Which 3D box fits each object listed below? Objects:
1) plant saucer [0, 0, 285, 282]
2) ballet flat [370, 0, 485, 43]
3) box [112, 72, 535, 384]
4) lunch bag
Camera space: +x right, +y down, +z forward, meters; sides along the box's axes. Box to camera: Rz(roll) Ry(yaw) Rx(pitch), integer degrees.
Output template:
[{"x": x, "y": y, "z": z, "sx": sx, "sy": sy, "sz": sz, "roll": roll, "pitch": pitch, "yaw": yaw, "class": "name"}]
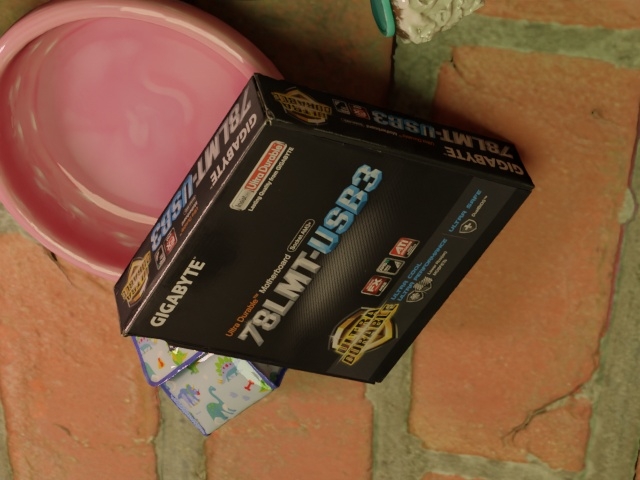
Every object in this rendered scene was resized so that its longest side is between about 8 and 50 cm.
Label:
[{"x": -0.165, "y": -0.103, "z": 1.590, "sx": 0.332, "sy": 0.084, "sz": 0.332, "roll": 7, "pitch": 128, "yaw": 10, "class": "plant saucer"}, {"x": 0.062, "y": -0.350, "z": 1.328, "sx": 0.147, "sy": 0.147, "sz": 0.409, "roll": -5, "pitch": 129, "yaw": 18, "class": "ballet flat"}, {"x": 0.000, "y": 0.000, "z": 1.544, "sx": 0.293, "sy": 0.073, "sz": 0.295, "roll": 13, "pitch": 130, "yaw": -32, "class": "box"}, {"x": -0.118, "y": 0.111, "z": 1.741, "sx": 0.129, "sy": 0.096, "sz": 0.151, "roll": -36, "pitch": 97, "yaw": 36, "class": "lunch bag"}]
